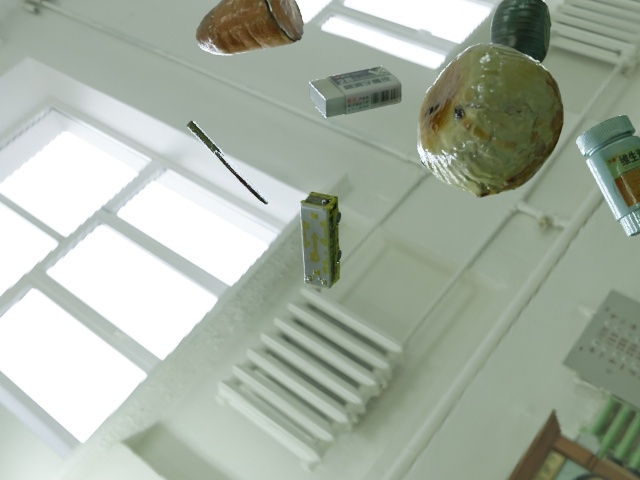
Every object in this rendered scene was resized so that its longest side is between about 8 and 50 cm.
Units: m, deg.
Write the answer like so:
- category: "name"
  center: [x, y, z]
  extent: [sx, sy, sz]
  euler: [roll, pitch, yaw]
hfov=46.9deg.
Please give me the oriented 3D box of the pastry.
- category: "pastry"
  center: [0.431, -0.292, 1.844]
  extent: [0.313, 0.388, 0.388]
  euler: [19, -80, -22]

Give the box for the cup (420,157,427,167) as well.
- category: "cup"
  center: [0.349, -0.246, 2.187]
  extent: [0.083, 0.075, 0.054]
  euler: [-19, -72, -40]

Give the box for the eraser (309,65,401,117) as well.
- category: "eraser"
  center: [0.089, -0.382, 1.895]
  extent: [0.210, 0.124, 0.067]
  euler: [-14, -50, -16]

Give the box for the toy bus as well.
- category: "toy bus"
  center: [0.000, 0.000, 1.697]
  extent: [0.074, 0.081, 0.226]
  euler: [-47, -36, -48]

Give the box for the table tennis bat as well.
- category: "table tennis bat"
  center: [-0.243, -0.201, 1.939]
  extent: [0.022, 0.301, 0.173]
  euler: [-44, -9, 3]

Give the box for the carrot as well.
- category: "carrot"
  center: [-0.169, -0.472, 1.624]
  extent: [0.159, 0.225, 0.159]
  euler: [51, -152, -41]

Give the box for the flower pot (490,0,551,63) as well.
- category: "flower pot"
  center: [0.587, -0.605, 2.157]
  extent: [0.189, 0.157, 0.242]
  euler: [20, -106, -61]

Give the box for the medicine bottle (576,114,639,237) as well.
- category: "medicine bottle"
  center: [0.858, -0.177, 2.065]
  extent: [0.158, 0.318, 0.158]
  euler: [-20, -14, -5]
